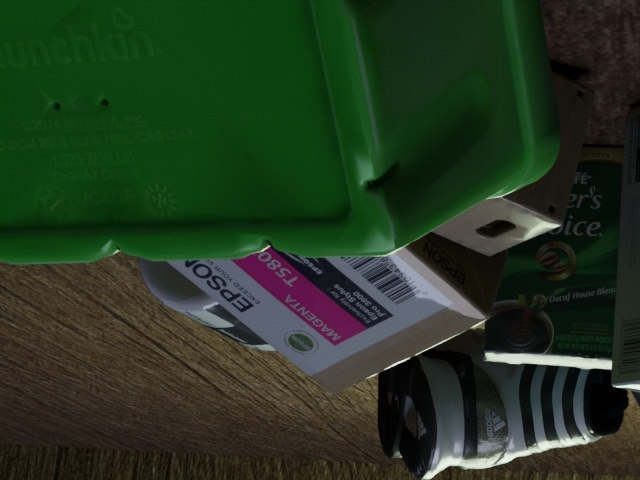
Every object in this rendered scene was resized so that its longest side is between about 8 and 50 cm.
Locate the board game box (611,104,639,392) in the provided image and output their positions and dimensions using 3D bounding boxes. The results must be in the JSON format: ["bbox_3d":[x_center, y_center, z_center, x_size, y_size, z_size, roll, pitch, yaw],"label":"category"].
[{"bbox_3d":[0.346,-0.014,1.053,0.097,0.224,0.303,16,162,-32],"label":"board game box"}]

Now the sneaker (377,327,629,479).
[{"bbox_3d":[0.203,0.168,1.737,0.257,0.169,0.447,-2,-173,-5],"label":"sneaker"}]

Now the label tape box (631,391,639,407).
[{"bbox_3d":[0.390,0.106,1.334,0.241,0.106,0.333,9,-152,-14],"label":"label tape box"}]

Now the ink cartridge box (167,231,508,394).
[{"bbox_3d":[0.000,0.000,1.229,0.235,0.088,0.193,40,134,-20],"label":"ink cartridge box"}]

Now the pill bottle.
[{"bbox_3d":[-0.070,0.036,1.534,0.130,0.130,0.246,-2,163,23],"label":"pill bottle"}]

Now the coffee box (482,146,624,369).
[{"bbox_3d":[0.193,0.011,1.265,0.113,0.184,0.040,4,162,9],"label":"coffee box"}]

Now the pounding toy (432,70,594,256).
[{"bbox_3d":[0.143,-0.061,1.157,0.100,0.130,0.141,23,160,-16],"label":"pounding toy"}]

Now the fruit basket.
[{"bbox_3d":[-0.050,-0.125,0.855,0.392,0.283,0.392,-10,-156,5],"label":"fruit basket"}]
